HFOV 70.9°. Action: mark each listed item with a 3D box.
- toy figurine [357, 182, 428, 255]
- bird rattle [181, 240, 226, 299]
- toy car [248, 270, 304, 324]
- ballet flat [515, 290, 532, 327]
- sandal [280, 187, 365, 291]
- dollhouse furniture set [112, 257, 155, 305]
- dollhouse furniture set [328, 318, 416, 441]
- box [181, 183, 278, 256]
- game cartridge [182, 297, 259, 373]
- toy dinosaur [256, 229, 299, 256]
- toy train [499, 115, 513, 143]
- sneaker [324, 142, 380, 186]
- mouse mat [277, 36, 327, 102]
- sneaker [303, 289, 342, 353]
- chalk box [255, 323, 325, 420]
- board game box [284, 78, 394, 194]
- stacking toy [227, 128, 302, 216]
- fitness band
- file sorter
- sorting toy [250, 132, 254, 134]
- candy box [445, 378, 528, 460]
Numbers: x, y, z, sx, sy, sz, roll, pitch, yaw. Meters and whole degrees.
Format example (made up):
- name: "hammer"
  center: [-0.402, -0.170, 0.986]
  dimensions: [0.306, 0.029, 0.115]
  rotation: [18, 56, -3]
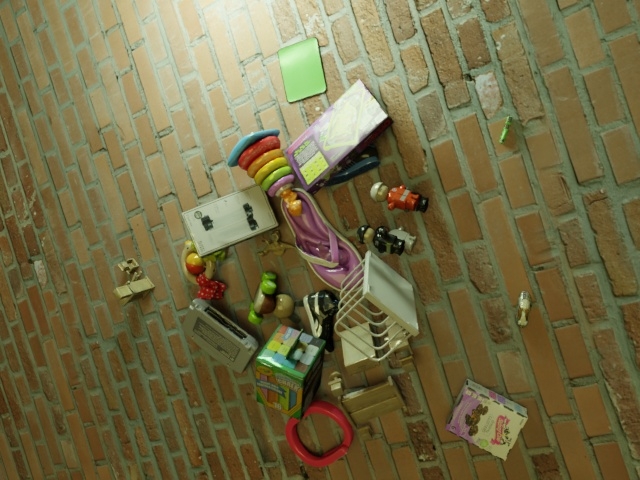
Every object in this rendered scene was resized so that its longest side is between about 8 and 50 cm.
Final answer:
- name: "toy figurine"
  center: [0.221, -0.068, 1.375]
  dimensions: [0.148, 0.209, 0.213]
  rotation: [20, 103, 24]
- name: "bird rattle"
  center: [-0.441, 0.101, 1.702]
  dimensions: [0.206, 0.143, 0.254]
  rotation: [19, 115, 29]
- name: "toy car"
  center: [-0.143, 0.224, 1.602]
  dimensions: [0.188, 0.149, 0.155]
  rotation: [20, 108, -13]
- name: "ballet flat"
  center: [0.613, 0.211, 1.352]
  dimensions: [0.041, 0.041, 0.115]
  rotation: [7, 98, 19]
- name: "sandal"
  center: [-0.011, 0.010, 1.521]
  dimensions: [0.169, 0.102, 0.416]
  rotation: [-41, 82, 19]
- name: "dollhouse furniture set"
  center: [-0.789, 0.170, 1.775]
  dimensions: [0.101, 0.182, 0.161]
  rotation: [-43, 81, 19]
- name: "dollhouse furniture set"
  center: [0.205, 0.465, 1.527]
  dimensions: [0.303, 0.174, 0.356]
  rotation: [-23, 117, 9]
- name: "box"
  center: [-0.309, -0.068, 1.561]
  dimensions: [0.289, 0.087, 0.169]
  rotation: [-24, 88, -9]
- name: "game cartridge"
  center: [-0.379, 0.363, 1.677]
  dimensions: [0.294, 0.060, 0.196]
  rotation: [36, 125, 6]
- name: "toy dinosaur"
  center: [-0.152, 0.013, 1.608]
  dimensions: [0.183, 0.053, 0.093]
  rotation: [-9, 106, 30]
- name: "toy train"
  center: [0.548, -0.326, 1.327]
  dimensions: [0.017, 0.023, 0.083]
  rotation: [19, 101, 17]
- name: "sneaker"
  center: [0.081, -0.253, 1.480]
  dimensions: [0.232, 0.081, 0.091]
  rotation: [-19, 75, 21]
- name: "mouse mat"
  center: [-0.064, -0.579, 1.530]
  dimensions: [0.152, 0.007, 0.190]
  rotation: [-10, 93, 21]
- name: "sneaker"
  center: [0.030, 0.277, 1.547]
  dimensions: [0.121, 0.079, 0.217]
  rotation: [-22, 87, 21]
- name: "chalk box"
  center: [-0.100, 0.417, 1.503]
  dimensions: [0.179, 0.180, 0.289]
  rotation: [17, 125, 17]
- name: "board game box"
  center: [0.050, -0.332, 1.449]
  dimensions: [0.346, 0.056, 0.208]
  rotation: [-40, 59, 19]
- name: "stacking toy"
  center: [-0.148, -0.209, 1.495]
  dimensions: [0.175, 0.165, 0.302]
  rotation: [-40, 82, 39]
- name: "fitness band"
  center: [-0.007, 0.682, 1.588]
  dimensions: [0.209, 0.054, 0.291]
  rotation: [49, 124, 9]
- name: "file sorter"
  center: [0.162, 0.199, 1.366]
  dimensions: [0.192, 0.278, 0.173]
  rotation: [38, 111, -9]
- name: "sorting toy"
  center: [-0.237, -0.339, 1.614]
  dimensions: [0.083, 0.012, 0.062]
  rotation: [45, 108, 10]
- name: "candy box"
  center: [0.517, 0.558, 1.407]
  dimensions: [0.196, 0.070, 0.165]
  rotation: [24, 103, 16]
